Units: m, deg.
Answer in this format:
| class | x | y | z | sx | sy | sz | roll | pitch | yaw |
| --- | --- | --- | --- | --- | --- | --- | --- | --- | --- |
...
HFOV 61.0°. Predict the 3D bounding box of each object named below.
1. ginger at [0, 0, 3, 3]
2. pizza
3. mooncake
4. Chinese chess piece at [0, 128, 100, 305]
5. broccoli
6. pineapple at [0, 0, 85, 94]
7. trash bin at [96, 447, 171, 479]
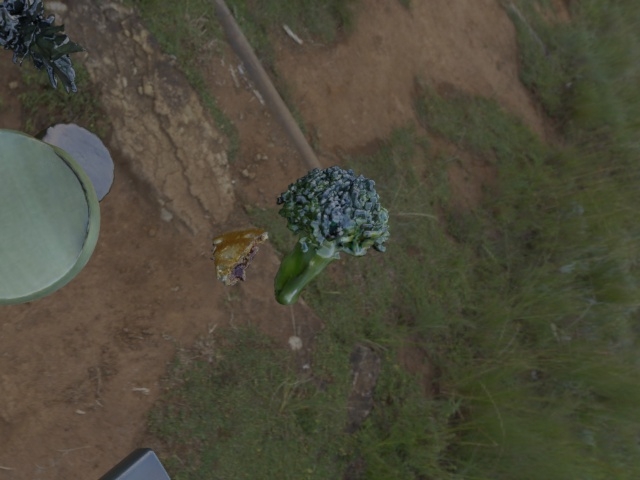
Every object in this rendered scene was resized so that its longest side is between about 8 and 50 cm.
| class | x | y | z | sx | sy | sz | roll | pitch | yaw |
| --- | --- | --- | --- | --- | --- | --- | --- | --- | --- |
| ginger | -0.308 | -0.428 | 0.524 | 0.122 | 0.348 | 0.363 | 13 | 30 | -13 |
| pizza | -0.206 | 0.048 | 1.342 | 0.194 | 0.154 | 0.069 | -78 | 155 | -46 |
| mooncake | -0.670 | -0.192 | 1.440 | 0.228 | 0.124 | 0.228 | 36 | 46 | -50 |
| Chinese chess piece | -0.339 | -0.025 | 0.586 | 0.188 | 0.083 | 0.189 | 0 | 89 | -21 |
| broccoli | 0.018 | -0.007 | 0.949 | 0.198 | 0.275 | 0.177 | -14 | 51 | -24 |
| pineapple | -0.567 | -0.405 | 0.975 | 0.340 | 0.169 | 0.169 | 48 | 51 | 1 |
| trash bin | -0.461 | 0.620 | 1.254 | 0.236 | 0.101 | 0.177 | -36 | 101 | -49 |
